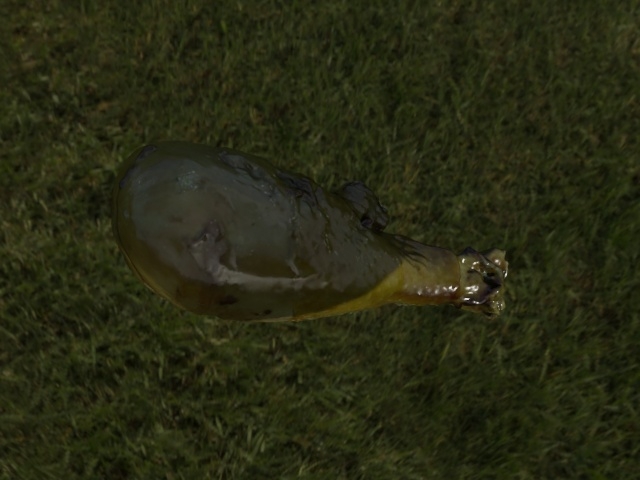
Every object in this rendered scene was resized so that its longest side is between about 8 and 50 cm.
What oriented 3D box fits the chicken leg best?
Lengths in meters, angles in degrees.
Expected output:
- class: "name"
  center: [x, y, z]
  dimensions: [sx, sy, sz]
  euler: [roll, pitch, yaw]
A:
- class: "chicken leg"
  center: [0.000, 0.000, 0.380]
  dimensions: [0.178, 0.070, 0.093]
  euler: [11, 35, -15]
